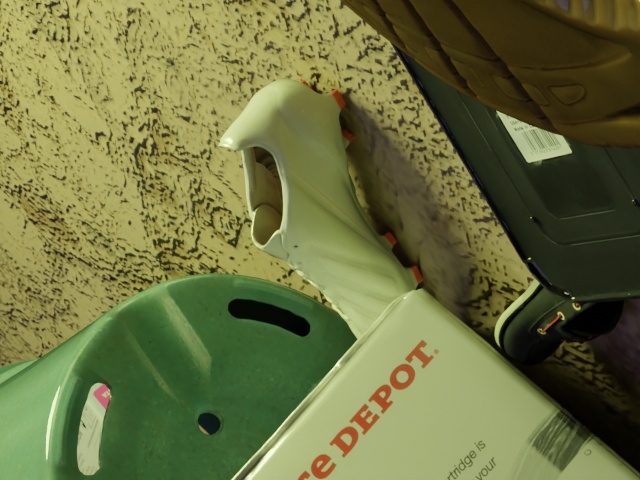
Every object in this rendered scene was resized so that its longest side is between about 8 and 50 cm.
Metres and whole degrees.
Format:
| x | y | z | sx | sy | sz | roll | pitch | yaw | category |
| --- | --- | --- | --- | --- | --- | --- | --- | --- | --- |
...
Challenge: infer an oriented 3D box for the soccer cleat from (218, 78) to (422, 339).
| x | y | z | sx | sy | sz | roll | pitch | yaw | category |
| --- | --- | --- | --- | --- | --- | --- | --- | --- | --- |
| 0.000 | 0.000 | 1.019 | 0.068 | 0.076 | 0.196 | 16 | 137 | 51 | soccer cleat |

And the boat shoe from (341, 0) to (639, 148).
| x | y | z | sx | sy | sz | roll | pitch | yaw | category |
| --- | --- | --- | --- | --- | --- | --- | --- | --- | --- |
| 0.109 | -0.106 | 0.563 | 0.342 | 0.123 | 0.123 | 24 | 163 | 46 | boat shoe |

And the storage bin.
| x | y | z | sx | sy | sz | roll | pitch | yaw | category |
| --- | --- | --- | --- | --- | --- | --- | --- | --- | --- |
| 0.110 | -0.072 | 0.732 | 0.180 | 0.084 | 0.122 | 59 | 154 | -11 | storage bin |

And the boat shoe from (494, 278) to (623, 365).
| x | y | z | sx | sy | sz | roll | pitch | yaw | category |
| --- | --- | --- | --- | --- | --- | --- | --- | --- | --- |
| 0.123 | 0.033 | 0.885 | 0.042 | 0.049 | 0.133 | 54 | 152 | 16 | boat shoe |

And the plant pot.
| x | y | z | sx | sy | sz | roll | pitch | yaw | category |
| --- | --- | --- | --- | --- | --- | --- | --- | --- | --- |
| -0.112 | 0.193 | 1.203 | 0.341 | 0.341 | 0.334 | 52 | 148 | 2 | plant pot |

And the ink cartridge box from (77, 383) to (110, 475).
| x | y | z | sx | sy | sz | roll | pitch | yaw | category |
| --- | --- | --- | --- | --- | --- | --- | --- | --- | --- |
| -0.104 | 0.255 | 1.544 | 0.311 | 0.065 | 0.186 | 50 | 155 | 10 | ink cartridge box |

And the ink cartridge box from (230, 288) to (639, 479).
| x | y | z | sx | sy | sz | roll | pitch | yaw | category |
| --- | --- | --- | --- | --- | --- | --- | --- | --- | --- |
| 0.092 | 0.188 | 0.939 | 0.273 | 0.197 | 0.114 | 42 | 179 | 22 | ink cartridge box |
